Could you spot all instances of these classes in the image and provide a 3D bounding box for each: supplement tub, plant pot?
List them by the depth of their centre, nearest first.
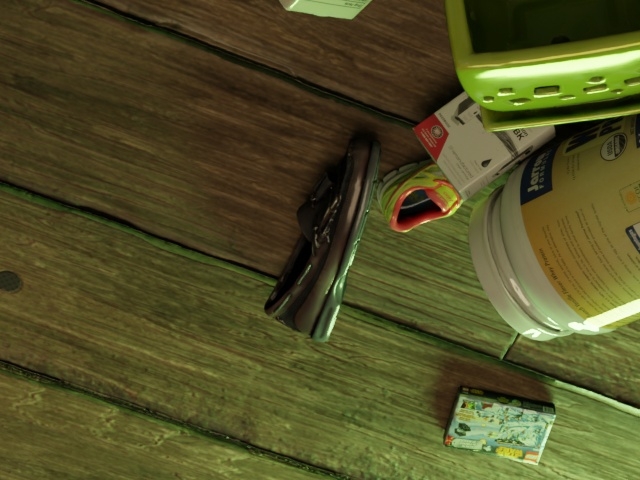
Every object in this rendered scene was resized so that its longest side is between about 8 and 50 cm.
[{"bbox_3d":[0.243,-0.235,1.419,0.228,0.227,0.207,-7,158,9],"label":"plant pot"},{"bbox_3d":[0.350,-0.026,1.632,0.316,0.228,0.228,-28,118,37],"label":"supplement tub"}]

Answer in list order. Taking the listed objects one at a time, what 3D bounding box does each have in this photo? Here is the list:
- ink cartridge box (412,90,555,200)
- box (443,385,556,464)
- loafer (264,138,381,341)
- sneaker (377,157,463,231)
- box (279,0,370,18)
[{"bbox_3d":[0.191,-0.127,1.654,0.135,0.056,0.099,-36,76,4],"label":"ink cartridge box"},{"bbox_3d":[0.246,0.255,1.967,0.137,0.027,0.094,12,122,-3],"label":"box"},{"bbox_3d":[0.000,0.000,1.774,0.095,0.109,0.302,15,126,-1],"label":"loafer"},{"bbox_3d":[0.162,-0.072,1.718,0.208,0.094,0.081,-34,113,22],"label":"sneaker"},{"bbox_3d":[0.043,-0.356,1.485,0.232,0.149,0.127,-41,74,26],"label":"box"}]
